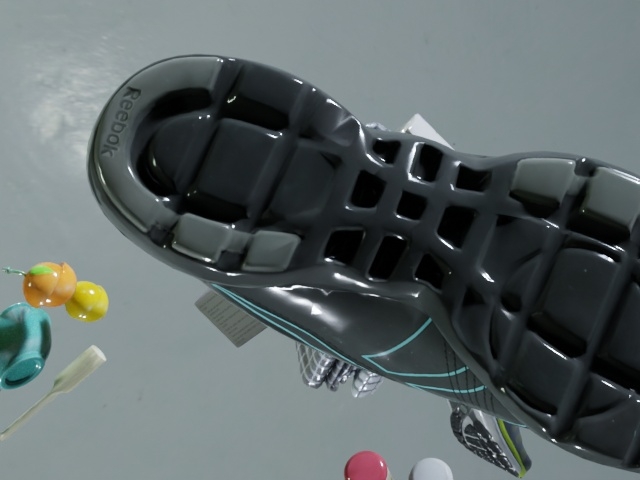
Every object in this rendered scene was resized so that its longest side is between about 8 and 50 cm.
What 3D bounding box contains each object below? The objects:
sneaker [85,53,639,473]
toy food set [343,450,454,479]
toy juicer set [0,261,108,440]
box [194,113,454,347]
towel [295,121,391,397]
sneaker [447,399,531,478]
[{"bbox_3d":[0.045,0.009,0.469,0.267,0.106,0.101,25,78,1],"label":"sneaker"},{"bbox_3d":[0.018,0.261,1.051,0.111,0.104,0.232,33,73,27],"label":"toy food set"},{"bbox_3d":[-0.376,0.122,1.616,0.209,0.329,0.089,-31,63,-17],"label":"toy juicer set"},{"bbox_3d":[0.000,0.000,1.099,0.067,0.063,0.324,46,137,-5],"label":"box"},{"bbox_3d":[0.028,0.023,1.534,0.121,0.283,0.235,5,140,-20],"label":"towel"},{"bbox_3d":[0.235,0.202,1.664,0.121,0.111,0.300,-41,128,-21],"label":"sneaker"}]
